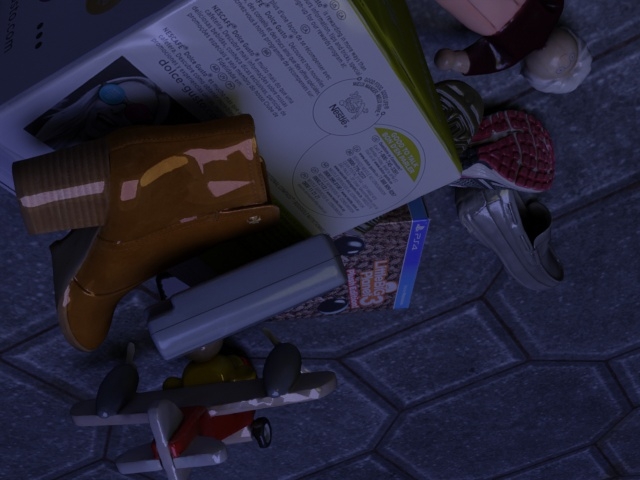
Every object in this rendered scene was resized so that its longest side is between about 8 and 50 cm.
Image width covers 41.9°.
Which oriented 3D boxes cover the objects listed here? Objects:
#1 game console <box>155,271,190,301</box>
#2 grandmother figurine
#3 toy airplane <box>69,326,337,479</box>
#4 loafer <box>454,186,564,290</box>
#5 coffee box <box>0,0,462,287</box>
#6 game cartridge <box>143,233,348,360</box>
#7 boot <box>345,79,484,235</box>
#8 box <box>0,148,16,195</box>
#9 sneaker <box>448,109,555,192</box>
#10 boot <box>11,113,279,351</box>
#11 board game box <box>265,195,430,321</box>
[{"bbox_3d":[-0.215,0.084,1.462,0.122,0.071,0.107,-13,112,0],"label":"game console"},{"bbox_3d":[0.228,-0.286,1.042,0.342,0.104,0.208,28,122,-38],"label":"grandmother figurine"},{"bbox_3d":[-0.218,0.270,1.487,0.386,0.272,0.384,-5,176,-30],"label":"toy airplane"},{"bbox_3d":[0.345,-0.009,1.413,0.111,0.112,0.319,-24,140,29],"label":"loafer"},{"bbox_3d":[-0.093,-0.206,0.866,0.334,0.337,0.338,-25,139,17],"label":"coffee box"},{"bbox_3d":[-0.076,0.062,0.846,0.198,0.062,0.297,-19,175,-12],"label":"game cartridge"},{"bbox_3d":[0.070,-0.139,1.075,0.236,0.269,0.089,-41,112,8],"label":"boot"},{"bbox_3d":[-0.372,-0.153,1.062,0.169,0.087,0.290,-27,139,19],"label":"box"},{"bbox_3d":[0.223,-0.134,1.241,0.299,0.121,0.112,8,167,-25],"label":"sneaker"},{"bbox_3d":[-0.142,0.005,0.767,0.211,0.104,0.295,-10,148,-11],"label":"boot"},{"bbox_3d":[0.000,0.000,1.308,0.291,0.141,0.232,-5,142,-8],"label":"board game box"}]
